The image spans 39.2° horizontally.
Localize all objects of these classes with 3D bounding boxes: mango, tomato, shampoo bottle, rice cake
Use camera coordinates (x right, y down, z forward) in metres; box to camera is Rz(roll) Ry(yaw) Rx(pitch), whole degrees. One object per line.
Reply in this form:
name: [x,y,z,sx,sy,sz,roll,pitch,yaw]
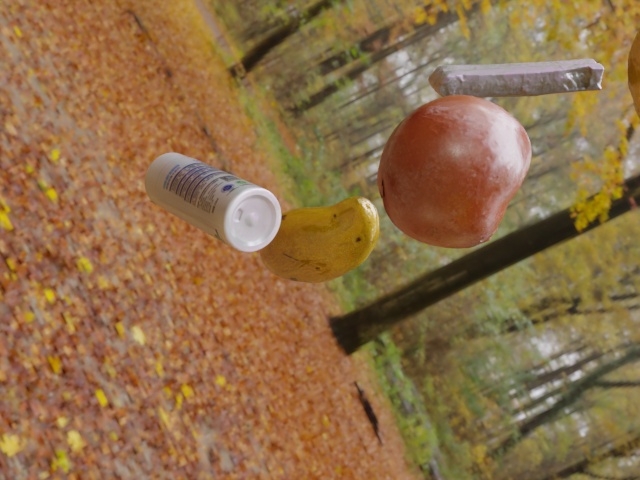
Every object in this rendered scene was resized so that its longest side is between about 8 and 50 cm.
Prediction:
mango: [-0.002,0.004,1.605,0.157,0.262,0.109,48,45,-22]
tomato: [0.173,-0.094,1.205,0.184,0.208,0.208,26,-1,5]
shampoo bottle: [-0.174,-0.065,1.292,0.303,0.092,0.092,24,-31,50]
rice cake: [0.344,-0.283,1.567,0.106,0.297,0.050,-101,-172,-69]

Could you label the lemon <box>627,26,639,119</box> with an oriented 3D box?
lemon: [0.595,-0.258,1.332,0.293,0.293,0.293,63,2,-5]
